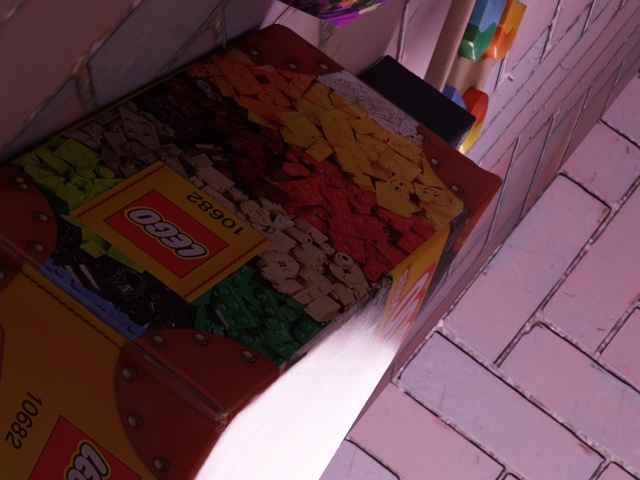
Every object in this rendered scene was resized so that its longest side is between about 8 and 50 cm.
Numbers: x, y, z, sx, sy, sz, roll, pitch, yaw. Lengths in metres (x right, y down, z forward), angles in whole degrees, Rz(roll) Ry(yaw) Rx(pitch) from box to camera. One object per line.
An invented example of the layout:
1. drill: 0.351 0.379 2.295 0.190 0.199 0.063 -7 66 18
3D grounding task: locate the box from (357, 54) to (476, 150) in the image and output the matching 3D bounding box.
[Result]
1. box: 0.000 0.000 1.565 0.184 0.103 0.261 -44 165 -51

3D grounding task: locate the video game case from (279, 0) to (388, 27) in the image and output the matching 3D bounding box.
1. video game case: 0.065 -0.205 1.141 0.210 0.042 0.232 -28 174 12

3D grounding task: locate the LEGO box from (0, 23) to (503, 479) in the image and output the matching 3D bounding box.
1. LEGO box: -0.139 0.150 1.201 0.372 0.193 0.500 -38 161 -55

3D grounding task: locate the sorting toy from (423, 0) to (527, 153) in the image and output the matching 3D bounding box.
1. sorting toy: 0.131 -0.149 1.691 0.208 0.038 0.193 -15 126 -74
